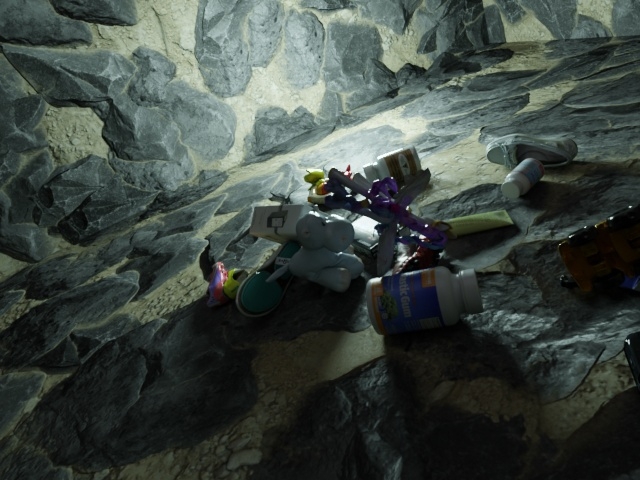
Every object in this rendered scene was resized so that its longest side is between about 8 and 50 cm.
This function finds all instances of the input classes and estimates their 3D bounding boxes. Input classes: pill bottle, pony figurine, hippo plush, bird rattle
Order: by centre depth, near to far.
[{"bbox_3d":[0.266,0.149,1.240,0.272,0.152,0.152,-13,28,18],"label":"pill bottle"},{"bbox_3d":[0.187,-0.084,1.351,0.364,0.302,0.351,29,14,22],"label":"pony figurine"},{"bbox_3d":[0.000,0.000,1.528,0.295,0.236,0.234,9,36,8],"label":"hippo plush"},{"bbox_3d":[0.688,-0.209,1.658,0.160,0.087,0.087,-38,31,-29],"label":"pill bottle"},{"bbox_3d":[0.304,-0.311,2.074,0.230,0.131,0.131,-20,27,5],"label":"pill bottle"},{"bbox_3d":[0.045,-0.234,2.186,0.254,0.143,0.206,6,48,22],"label":"bird rattle"}]

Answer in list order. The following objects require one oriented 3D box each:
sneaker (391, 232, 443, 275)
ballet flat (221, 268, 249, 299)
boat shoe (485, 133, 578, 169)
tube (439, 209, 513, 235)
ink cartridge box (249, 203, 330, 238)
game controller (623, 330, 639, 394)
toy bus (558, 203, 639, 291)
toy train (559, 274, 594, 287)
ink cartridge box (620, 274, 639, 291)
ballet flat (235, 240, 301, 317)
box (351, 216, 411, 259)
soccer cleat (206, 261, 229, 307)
[{"bbox_3d":[0.262,0.064,1.459,0.135,0.097,0.276,1,33,37],"label":"sneaker"},{"bbox_3d":[-0.287,0.140,1.699,0.077,0.077,0.231,-43,10,8],"label":"ballet flat"},{"bbox_3d":[0.758,-0.318,1.781,0.321,0.118,0.103,11,37,37],"label":"boat shoe"},{"bbox_3d":[0.485,-0.051,1.559,0.240,0.062,0.070,-12,72,8],"label":"tube"},{"bbox_3d":[-0.095,-0.050,1.781,0.273,0.198,0.114,2,77,45],"label":"ink cartridge box"},{"bbox_3d":[0.658,0.273,0.849,0.167,0.067,0.319,3,34,15],"label":"game controller"},{"bbox_3d":[0.692,0.002,1.129,0.220,0.149,0.211,-31,-3,33],"label":"toy bus"},{"bbox_3d":[0.669,0.096,1.180,0.158,0.027,0.036,-8,32,25],"label":"toy train"},{"bbox_3d":[0.813,0.051,1.106,0.224,0.045,0.223,16,44,39],"label":"ink cartridge box"},{"bbox_3d":[-0.182,0.142,1.634,0.139,0.139,0.400,-6,27,28],"label":"ballet flat"},{"bbox_3d":[0.184,-0.023,1.722,0.175,0.051,0.220,-32,29,-18],"label":"box"},{"bbox_3d":[-0.380,0.157,1.780,0.095,0.083,0.248,-28,30,-2],"label":"soccer cleat"}]
